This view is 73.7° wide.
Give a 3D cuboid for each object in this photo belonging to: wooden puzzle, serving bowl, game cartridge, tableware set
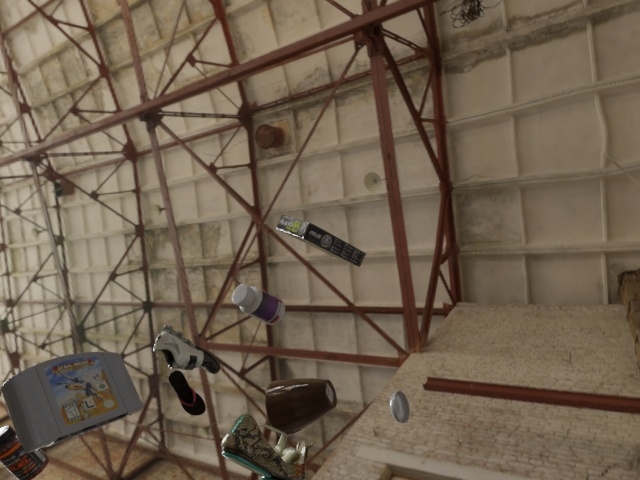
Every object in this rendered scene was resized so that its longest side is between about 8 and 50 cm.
[{"bbox_3d":[-0.069,0.677,1.254,0.049,0.083,0.006,-9,-83,0],"label":"wooden puzzle"},{"bbox_3d":[0.210,0.451,1.154,0.027,0.083,0.083,-22,-90,34],"label":"serving bowl"},{"bbox_3d":[-0.609,0.382,1.071,0.062,0.297,0.198,-38,-108,21],"label":"game cartridge"},{"bbox_3d":[-0.078,0.935,1.759,0.039,0.194,0.128,21,-33,-13],"label":"tableware set"}]

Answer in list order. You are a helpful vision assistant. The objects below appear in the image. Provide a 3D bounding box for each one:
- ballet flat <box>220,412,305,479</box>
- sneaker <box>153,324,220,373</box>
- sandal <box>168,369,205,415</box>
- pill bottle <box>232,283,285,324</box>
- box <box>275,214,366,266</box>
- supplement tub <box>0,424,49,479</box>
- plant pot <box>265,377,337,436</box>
[{"bbox_3d":[-0.153,0.750,1.447,0.164,0.182,0.482,-7,-53,34],"label":"ballet flat"},{"bbox_3d":[-0.607,0.535,1.918,0.330,0.146,0.122,42,-45,-19],"label":"sneaker"},{"bbox_3d":[-0.463,0.530,1.471,0.179,0.067,0.040,55,-20,0],"label":"sandal"},{"bbox_3d":[-0.233,0.235,1.594,0.108,0.193,0.108,-23,-131,29],"label":"pill bottle"},{"bbox_3d":[0.000,0.000,1.550,0.216,0.270,0.060,18,-98,57],"label":"box"},{"bbox_3d":[-1.061,0.743,1.496,0.106,0.106,0.197,-14,-66,33],"label":"supplement tub"},{"bbox_3d":[-0.062,0.625,1.661,0.231,0.215,0.215,-22,-90,16],"label":"plant pot"}]
